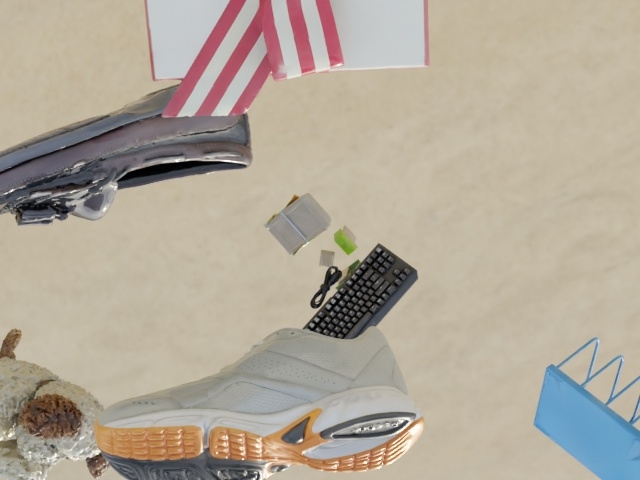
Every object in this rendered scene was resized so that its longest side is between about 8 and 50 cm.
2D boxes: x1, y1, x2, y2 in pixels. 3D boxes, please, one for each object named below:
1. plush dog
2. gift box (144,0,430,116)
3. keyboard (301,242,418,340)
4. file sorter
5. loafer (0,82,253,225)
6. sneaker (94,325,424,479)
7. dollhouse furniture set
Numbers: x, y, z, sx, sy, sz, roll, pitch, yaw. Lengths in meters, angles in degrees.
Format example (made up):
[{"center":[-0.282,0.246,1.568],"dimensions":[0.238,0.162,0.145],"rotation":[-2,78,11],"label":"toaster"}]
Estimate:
[{"center":[-0.402,0.253,1.980],"dimensions":[0.225,0.211,0.262],"rotation":[15,164,24],"label":"plush dog"},{"center":[-0.048,-0.256,1.116],"dimensions":[0.276,0.258,0.255],"rotation":[-8,113,1],"label":"gift box"},{"center":[0.033,0.080,1.774],"dimensions":[0.180,0.108,0.023],"rotation":[-48,147,-12],"label":"keyboard"},{"center":[0.373,0.221,1.717],"dimensions":[0.104,0.170,0.118],"rotation":[-32,144,-29],"label":"file sorter"},{"center":[-0.179,-0.062,1.166],"dimensions":[0.302,0.095,0.109],"rotation":[-26,-170,-34],"label":"loafer"},{"center":[-0.054,0.130,1.117],"dimensions":[0.262,0.121,0.099],"rotation":[-3,137,-12],"label":"sneaker"},{"center":[0.000,0.000,1.861],"dimensions":[0.076,0.058,0.152],"rotation":[-39,102,18],"label":"dollhouse furniture set"}]
